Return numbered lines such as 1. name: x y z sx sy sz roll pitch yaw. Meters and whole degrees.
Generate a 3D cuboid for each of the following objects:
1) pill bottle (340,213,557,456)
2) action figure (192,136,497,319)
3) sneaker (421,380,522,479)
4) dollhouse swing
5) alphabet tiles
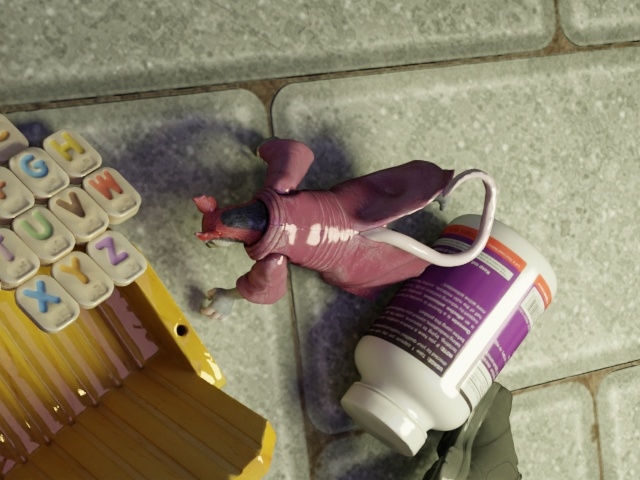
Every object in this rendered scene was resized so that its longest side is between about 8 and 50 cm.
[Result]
1. pill bottle: 0.171 0.131 1.787 0.181 0.181 0.323 46 73 -21
2. action figure: 0.000 0.000 1.657 0.370 0.275 0.248 1 98 -41
3. sneaker: 0.225 0.310 1.805 0.130 0.109 0.286 34 40 2
4. dollhouse swing: -0.280 0.186 1.488 0.347 0.305 0.315 -38 108 -20
5. alphabet tiles: -0.345 -0.029 1.503 0.278 0.021 0.284 45 47 9
